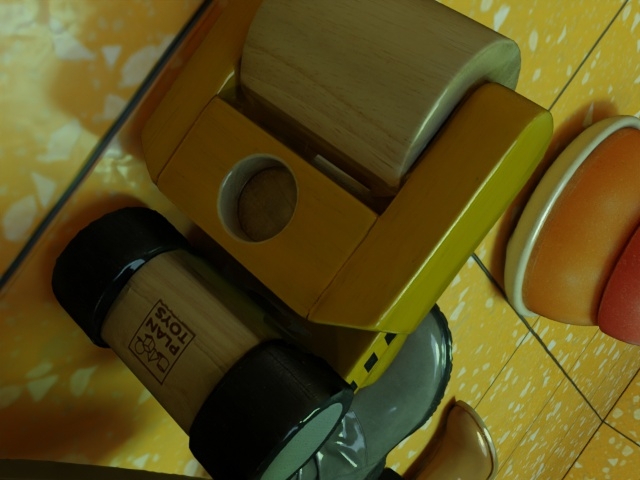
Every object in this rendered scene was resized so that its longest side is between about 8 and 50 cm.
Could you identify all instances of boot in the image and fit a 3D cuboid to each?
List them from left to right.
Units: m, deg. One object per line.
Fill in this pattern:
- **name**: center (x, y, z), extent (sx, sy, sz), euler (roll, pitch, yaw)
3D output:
- **boot**: center (0.006, 0.212, 0.669), extent (0.223, 0.118, 0.338), euler (-5, 122, -45)
- **boot**: center (0.195, 0.435, 1.085), extent (0.220, 0.109, 0.283), euler (-16, 123, -22)

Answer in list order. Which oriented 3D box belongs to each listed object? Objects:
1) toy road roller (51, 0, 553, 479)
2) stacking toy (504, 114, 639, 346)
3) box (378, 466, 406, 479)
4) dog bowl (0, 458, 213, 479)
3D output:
- **toy road roller**: center (0.000, 0.000, 0.443), extent (0.329, 0.202, 0.240), euler (-55, 156, 8)
- **stacking toy**: center (0.541, 0.060, 0.845), extent (0.351, 0.480, 0.350), euler (-29, 137, -32)
- **box**: center (0.065, 0.489, 0.957), extent (0.153, 0.108, 0.207), euler (4, 114, -50)
- **dog bowl**: center (-0.098, 0.203, 0.354), extent (0.349, 0.349, 0.102), euler (34, 59, -54)
